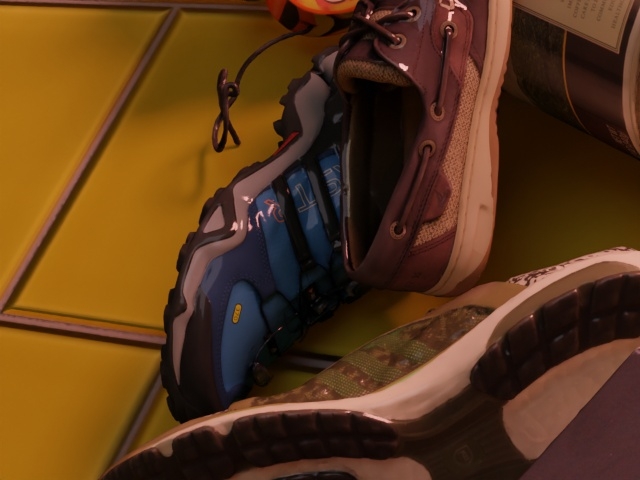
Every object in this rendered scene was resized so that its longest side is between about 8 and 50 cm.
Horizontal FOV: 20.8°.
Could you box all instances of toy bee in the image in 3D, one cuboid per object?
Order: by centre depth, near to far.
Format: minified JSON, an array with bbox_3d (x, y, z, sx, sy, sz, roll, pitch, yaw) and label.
[{"bbox_3d":[-0.010,-0.223,1.366,0.162,0.298,0.195,0,8,-11],"label":"toy bee"}]

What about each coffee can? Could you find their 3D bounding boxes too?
[{"bbox_3d":[0.182,-0.181,1.178,0.201,0.201,0.275,-42,45,-15],"label":"coffee can"}]

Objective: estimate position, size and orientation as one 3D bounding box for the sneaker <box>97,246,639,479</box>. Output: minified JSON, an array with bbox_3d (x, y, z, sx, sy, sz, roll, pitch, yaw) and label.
[{"bbox_3d":[0.054,0.113,1.064,0.410,0.158,0.182,-21,14,9],"label":"sneaker"}]

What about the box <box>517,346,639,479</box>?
[{"bbox_3d":[0.146,0.278,0.689,0.343,0.312,0.179,-45,29,-17],"label":"box"}]

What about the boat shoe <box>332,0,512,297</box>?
[{"bbox_3d":[0.055,-0.106,1.101,0.103,0.092,0.285,2,91,53],"label":"boat shoe"}]

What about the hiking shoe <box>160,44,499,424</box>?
[{"bbox_3d":[0.000,0.000,1.172,0.132,0.113,0.304,19,67,23],"label":"hiking shoe"}]
